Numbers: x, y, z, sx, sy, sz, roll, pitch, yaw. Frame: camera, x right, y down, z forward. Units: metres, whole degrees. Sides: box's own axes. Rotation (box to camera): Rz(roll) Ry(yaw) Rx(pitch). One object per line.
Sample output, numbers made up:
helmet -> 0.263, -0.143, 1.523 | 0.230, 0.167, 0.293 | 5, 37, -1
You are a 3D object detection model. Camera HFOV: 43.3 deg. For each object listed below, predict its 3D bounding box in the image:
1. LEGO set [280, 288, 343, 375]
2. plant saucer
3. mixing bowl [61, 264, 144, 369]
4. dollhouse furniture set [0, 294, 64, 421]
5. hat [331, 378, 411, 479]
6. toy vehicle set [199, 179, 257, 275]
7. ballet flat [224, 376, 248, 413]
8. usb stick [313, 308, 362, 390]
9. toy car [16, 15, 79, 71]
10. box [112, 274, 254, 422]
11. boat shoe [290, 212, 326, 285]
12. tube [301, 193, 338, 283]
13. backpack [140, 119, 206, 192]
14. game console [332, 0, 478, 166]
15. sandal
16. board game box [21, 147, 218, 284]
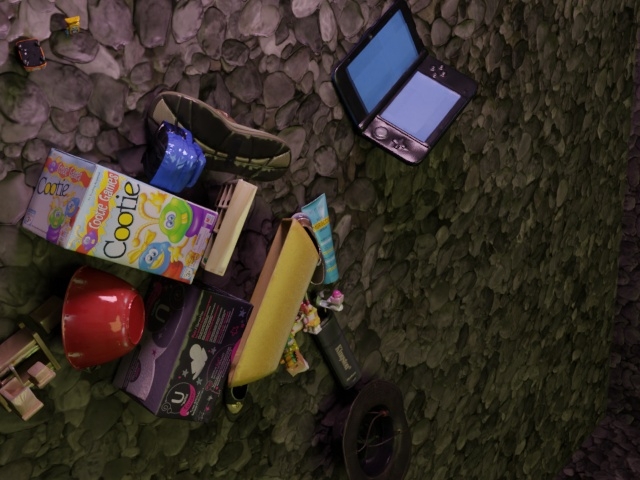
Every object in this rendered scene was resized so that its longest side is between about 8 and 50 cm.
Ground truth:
LEGO set -> -0.055, 0.179, 1.815 | 0.287, 0.132, 0.107 | -52, 138, -55
plant saucer -> -0.091, 0.123, 1.622 | 0.081, 0.333, 0.333 | 21, 89, -7
mixing bowl -> -0.364, 0.135, 1.394 | 0.181, 0.098, 0.182 | 3, 90, -85
dollhouse furniture set -> -0.452, 0.208, 1.341 | 0.182, 0.161, 0.101 | -43, 134, -28
hat -> 0.111, 0.533, 2.160 | 0.331, 0.134, 0.331 | 6, 83, -53
toy vehicle set -> -0.181, -0.028, 1.499 | 0.035, 0.267, 0.166 | 21, 88, -13
ballet flat -> -0.174, 0.306, 1.796 | 0.057, 0.049, 0.173 | 5, 102, -49
usb stick -> 0.042, 0.280, 2.039 | 0.077, 0.045, 0.278 | -48, 137, -25
toy car -> -0.414, -0.297, 1.255 | 0.122, 0.060, 0.040 | -34, 162, -27
box -> -0.268, 0.199, 1.551 | 0.142, 0.163, 0.247 | 24, 87, -48
boat shoe -> -0.029, 0.031, 1.813 | 0.066, 0.066, 0.183 | -20, 116, -1
tube -> 0.000, 0.000, 1.873 | 0.080, 0.052, 0.207 | -38, 126, -42
backpack -> -0.251, -0.141, 1.402 | 0.101, 0.120, 0.098 | 19, 111, -21
game console -> 0.203, -0.364, 1.857 | 0.293, 0.250, 0.173 | -51, 164, -21
sandal -> -0.194, -0.190, 1.523 | 0.302, 0.086, 0.120 | 21, 110, -36
board game box -> -0.337, -0.036, 1.384 | 0.275, 0.144, 0.142 | 23, 88, -50
